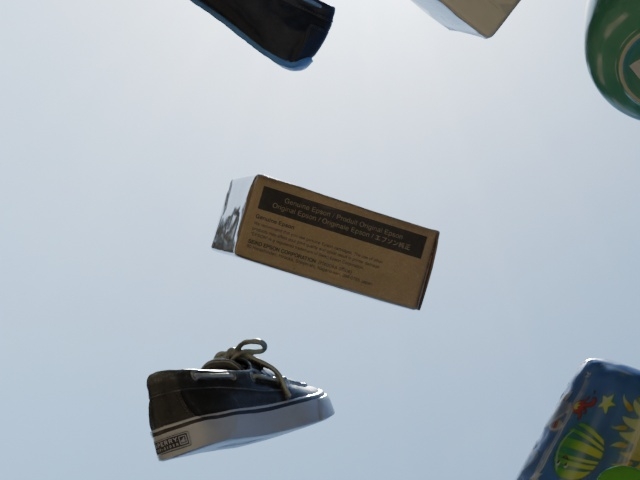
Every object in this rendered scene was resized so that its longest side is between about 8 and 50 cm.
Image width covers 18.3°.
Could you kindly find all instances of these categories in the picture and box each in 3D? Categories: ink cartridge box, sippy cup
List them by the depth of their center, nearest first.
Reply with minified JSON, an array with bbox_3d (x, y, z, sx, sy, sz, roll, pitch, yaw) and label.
[{"bbox_3d":[0.261,0.226,1.670,0.305,0.240,0.224,18,-93,67],"label":"sippy cup"},{"bbox_3d":[0.000,0.000,2.023,0.235,0.193,0.088,-175,-79,-80],"label":"ink cartridge box"}]

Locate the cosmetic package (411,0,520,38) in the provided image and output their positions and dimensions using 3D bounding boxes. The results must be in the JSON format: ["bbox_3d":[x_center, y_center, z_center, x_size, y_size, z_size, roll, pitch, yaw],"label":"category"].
[{"bbox_3d":[0.123,-0.288,1.664,0.183,0.151,0.151,-52,-166,2],"label":"cosmetic package"}]

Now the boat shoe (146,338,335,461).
[{"bbox_3d":[-0.088,0.162,2.093,0.113,0.306,0.105,-20,-99,32],"label":"boat shoe"}]

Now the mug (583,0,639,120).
[{"bbox_3d":[0.288,-0.156,1.582,0.097,0.158,0.129,-74,171,-58],"label":"mug"}]

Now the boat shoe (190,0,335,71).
[{"bbox_3d":[-0.097,-0.270,1.954,0.089,0.258,0.109,-53,180,7],"label":"boat shoe"}]
